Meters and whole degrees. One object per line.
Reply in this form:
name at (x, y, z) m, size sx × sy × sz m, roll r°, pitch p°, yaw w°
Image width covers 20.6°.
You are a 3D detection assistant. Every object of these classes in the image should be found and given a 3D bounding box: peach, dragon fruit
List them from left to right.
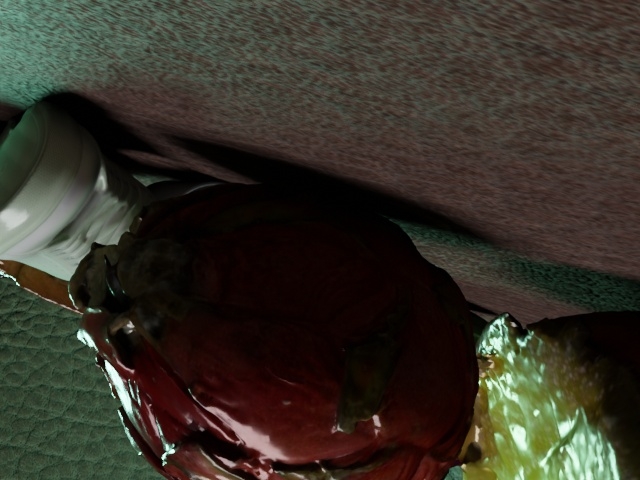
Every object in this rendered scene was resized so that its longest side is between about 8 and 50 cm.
dragon fruit at (-0.023, 0.090, 1.383) m, size 0.277 × 0.277 × 0.342 m, roll 13°, pitch 163°, yaw 38°
peach at (0.266, 0.215, 1.483) m, size 0.353 × 0.339 × 0.416 m, roll -23°, pitch 162°, yaw 13°

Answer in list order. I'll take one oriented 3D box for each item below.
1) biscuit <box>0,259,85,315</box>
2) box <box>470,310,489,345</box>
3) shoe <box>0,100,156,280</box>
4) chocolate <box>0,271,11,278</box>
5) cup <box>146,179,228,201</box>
biscuit at (-0.266, -0.007, 1.651) m, size 0.306 × 0.043 × 0.284 m, roll 42°, pitch -159°, yaw 30°
box at (0.015, 0.118, 2.024) m, size 0.252 × 0.178 × 0.328 m, roll 9°, pitch 171°, yaw 43°
shoe at (-0.201, -0.021, 1.430) m, size 0.160 × 0.132 × 0.363 m, roll 30°, pitch 176°, yaw -13°
chocolate at (-0.343, -0.021, 1.995) m, size 0.156 × 0.133 × 0.156 m, roll 15°, pitch 174°, yaw 2°
cup at (-0.100, 0.001, 1.592) m, size 0.136 × 0.099 × 0.133 m, roll 20°, pitch 173°, yaw -24°
